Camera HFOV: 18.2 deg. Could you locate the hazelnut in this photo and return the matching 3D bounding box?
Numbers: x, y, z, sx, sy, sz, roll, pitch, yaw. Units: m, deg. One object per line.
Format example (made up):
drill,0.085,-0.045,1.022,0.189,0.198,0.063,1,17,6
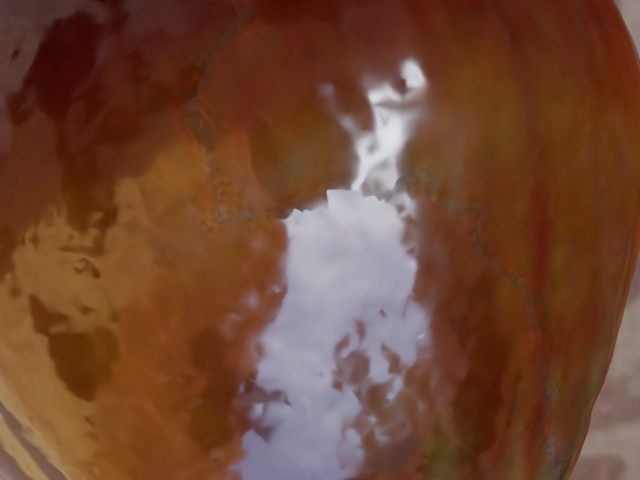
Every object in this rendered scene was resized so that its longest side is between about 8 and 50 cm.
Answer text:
hazelnut,0.000,0.000,0.568,0.217,0.217,0.251,-45,165,7
